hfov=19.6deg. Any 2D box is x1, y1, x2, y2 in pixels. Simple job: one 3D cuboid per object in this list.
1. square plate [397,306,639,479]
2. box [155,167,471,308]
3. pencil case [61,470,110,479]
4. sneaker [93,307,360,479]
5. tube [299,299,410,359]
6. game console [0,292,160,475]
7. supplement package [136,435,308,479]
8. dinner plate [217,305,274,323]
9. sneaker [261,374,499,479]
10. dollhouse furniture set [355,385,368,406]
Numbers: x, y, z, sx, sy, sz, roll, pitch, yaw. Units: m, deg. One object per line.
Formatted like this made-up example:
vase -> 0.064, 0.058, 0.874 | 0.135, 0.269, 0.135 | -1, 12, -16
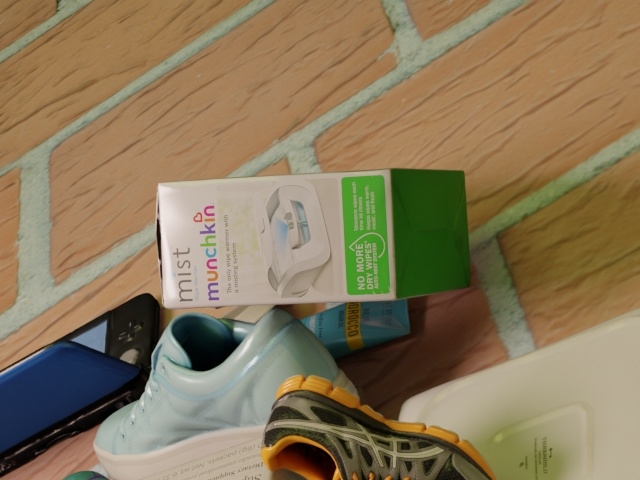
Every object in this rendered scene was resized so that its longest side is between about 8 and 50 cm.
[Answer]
square plate -> 0.193, 0.201, 1.569 | 0.344, 0.049, 0.347 | -23, 34, 24
box -> 0.000, 0.000, 1.782 | 0.231, 0.127, 0.262 | -2, 1, 20
pencil case -> -0.214, 0.286, 1.875 | 0.070, 0.064, 0.151 | -33, 27, -21
sneaker -> -0.118, 0.138, 1.842 | 0.366, 0.150, 0.135 | -20, 15, 43
tube -> 0.000, 0.102, 1.912 | 0.207, 0.052, 0.080 | -21, 43, 19
game console -> -0.345, 0.152, 2.085 | 0.293, 0.173, 0.250 | -28, 32, 16
supplement package -> -0.077, 0.340, 1.548 | 0.177, 0.175, 0.293 | -22, 35, 25
dinner plate -> -0.099, 0.091, 2.004 | 0.141, 0.017, 0.141 | -35, 6, 4
sneaker -> 0.048, 0.191, 1.536 | 0.215, 0.084, 0.083 | 21, 44, 14
dollhouse furniture set -> -0.006, 0.206, 1.799 | 0.076, 0.058, 0.151 | -19, 16, 43
